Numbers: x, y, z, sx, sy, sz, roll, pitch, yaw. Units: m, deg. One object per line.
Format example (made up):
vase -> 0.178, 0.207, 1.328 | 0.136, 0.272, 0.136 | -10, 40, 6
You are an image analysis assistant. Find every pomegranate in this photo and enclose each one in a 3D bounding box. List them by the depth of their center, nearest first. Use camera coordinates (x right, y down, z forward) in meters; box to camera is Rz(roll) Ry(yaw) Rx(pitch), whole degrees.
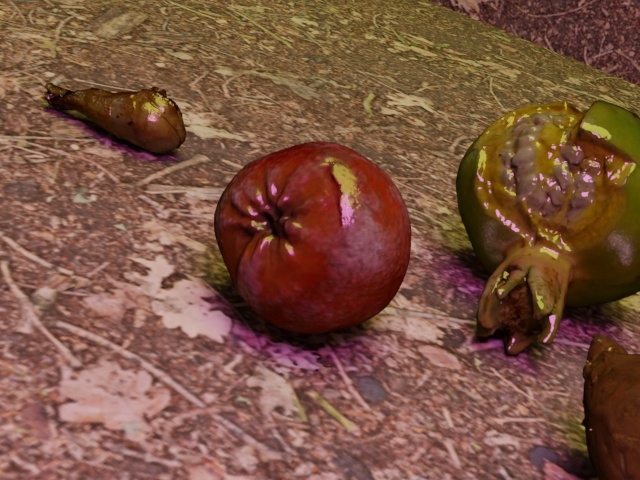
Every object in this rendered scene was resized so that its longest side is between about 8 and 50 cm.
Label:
pomegranate -> 0.242, -0.008, 0.965 | 0.235, 0.236, 0.302 | 22, 56, 8

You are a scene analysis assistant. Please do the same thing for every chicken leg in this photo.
chicken leg -> -0.234, -0.150, 1.092 | 0.178, 0.070, 0.093 | 13, 23, 13

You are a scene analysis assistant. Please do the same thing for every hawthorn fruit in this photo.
hawthorn fruit -> 0.000, 0.000, 0.816 | 0.172, 0.173, 0.173 | 14, 25, -7

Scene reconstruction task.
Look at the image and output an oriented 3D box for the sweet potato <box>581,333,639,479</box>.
sweet potato -> 0.293, 0.217, 0.612 | 0.130, 0.131, 0.423 | 6, 33, -24
